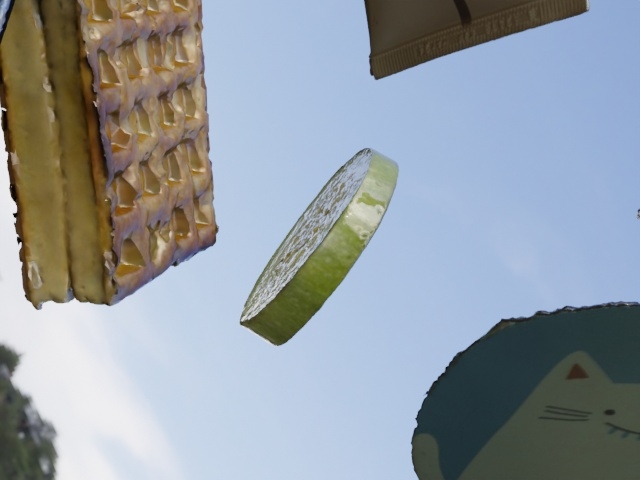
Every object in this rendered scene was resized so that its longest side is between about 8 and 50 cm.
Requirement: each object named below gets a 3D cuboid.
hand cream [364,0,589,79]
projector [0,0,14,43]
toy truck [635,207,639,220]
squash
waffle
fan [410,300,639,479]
[{"bbox_3d":[0.031,-0.153,0.398,0.087,0.054,0.186,-11,-90,42],"label":"hand cream"},{"bbox_3d":[-0.372,-0.220,0.681,0.395,0.242,0.405,48,-42,8],"label":"projector"},{"bbox_3d":[0.433,-0.048,1.583,0.032,0.083,0.024,35,-8,5],"label":"toy truck"},{"bbox_3d":[0.000,0.000,1.376,0.049,0.252,0.252,34,-22,-9],"label":"squash"},{"bbox_3d":[-0.167,-0.115,0.972,0.091,0.213,0.308,0,-76,20],"label":"waffle"},{"bbox_3d":[0.080,0.084,0.372,0.005,0.113,0.175,-80,178,-50],"label":"fan"}]
